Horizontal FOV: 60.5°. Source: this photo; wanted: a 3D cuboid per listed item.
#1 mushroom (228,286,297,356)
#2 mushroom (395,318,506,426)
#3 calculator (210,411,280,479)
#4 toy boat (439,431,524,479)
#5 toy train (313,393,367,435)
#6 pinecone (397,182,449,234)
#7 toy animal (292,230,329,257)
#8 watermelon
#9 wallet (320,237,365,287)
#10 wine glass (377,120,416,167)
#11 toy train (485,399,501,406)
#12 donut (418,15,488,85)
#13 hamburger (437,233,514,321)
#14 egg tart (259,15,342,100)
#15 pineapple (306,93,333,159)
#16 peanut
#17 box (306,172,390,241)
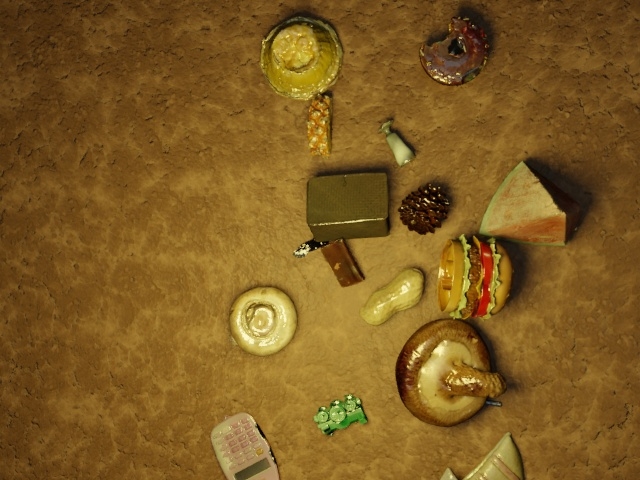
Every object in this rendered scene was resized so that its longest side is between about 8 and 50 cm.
[{"bbox_3d":[-0.202,0.281,1.889,0.254,0.184,0.255,0,91,-6],"label":"mushroom"},{"bbox_3d":[0.402,0.433,1.789,0.344,0.239,0.345,-1,68,3],"label":"mushroom"},{"bbox_3d":[-0.270,0.755,1.951,0.194,0.043,0.294,-29,81,7],"label":"calculator"},{"bbox_3d":[0.561,0.827,1.805,0.293,0.111,0.276,-24,92,-4],"label":"toy boat"},{"bbox_3d":[0.067,0.605,1.896,0.178,0.071,0.105,-25,96,5],"label":"toy train"},{"bbox_3d":[0.358,-0.113,1.844,0.163,0.163,0.165,35,72,7],"label":"pinecone"},{"bbox_3d":[0.000,0.000,1.937,0.220,0.062,0.108,-43,62,5],"label":"toy animal"},{"bbox_3d":[0.682,-0.062,1.758,0.283,0.292,0.251,31,122,7],"label":"watermelon"},{"bbox_3d":[0.075,0.079,1.895,0.095,0.026,0.176,-23,112,21],"label":"wallet"},{"bbox_3d":[0.263,-0.334,1.901,0.072,0.072,0.155,-33,83,5],"label":"wine glass"},{"bbox_3d":[0.566,0.549,1.854,0.083,0.017,0.017,5,88,8],"label":"toy train"},{"bbox_3d":[0.459,-0.633,1.874,0.216,0.096,0.230,38,93,5],"label":"donut"},{"bbox_3d":[0.502,0.121,1.754,0.212,0.274,0.275,5,89,1],"label":"hamburger"},{"bbox_3d":[-0.072,-0.653,1.935,0.314,0.120,0.315,0,89,8],"label":"egg tart"},{"bbox_3d":[-0.002,-0.406,1.908,0.079,0.135,0.233,4,90,8],"label":"pineapple"},{"bbox_3d":[0.251,0.198,1.863,0.256,0.123,0.124,-41,83,7],"label":"peanut"},{"bbox_3d":[0.096,-0.113,1.855,0.273,0.143,0.184,-4,66,9],"label":"box"}]
